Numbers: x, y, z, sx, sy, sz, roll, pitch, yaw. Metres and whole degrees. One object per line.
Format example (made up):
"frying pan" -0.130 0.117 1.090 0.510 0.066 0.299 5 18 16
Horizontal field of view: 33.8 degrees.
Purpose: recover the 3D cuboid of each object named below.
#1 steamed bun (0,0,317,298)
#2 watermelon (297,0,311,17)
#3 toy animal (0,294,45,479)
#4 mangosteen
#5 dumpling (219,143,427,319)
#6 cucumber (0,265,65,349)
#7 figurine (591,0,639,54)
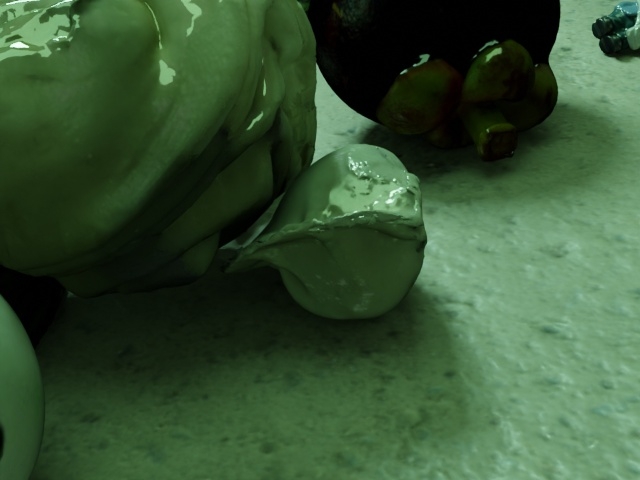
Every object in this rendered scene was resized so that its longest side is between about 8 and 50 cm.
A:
"steamed bun" -0.146 -0.082 0.854 0.339 0.352 0.247 -31 72 0
"watermelon" -0.012 -0.397 1.580 0.187 0.140 0.141 16 36 29
"toy animal" -0.312 0.114 0.681 0.267 0.212 0.212 -5 29 -3
"mangosteen" 0.133 -0.210 1.125 0.275 0.275 0.302 -14 62 -11
"dumpling" 0.000 0.000 0.868 0.173 0.142 0.247 -13 -1 -8
"cucumber" -0.294 0.050 0.925 0.115 0.063 0.244 -4 28 7
"figurine" 0.420 -0.279 1.332 0.149 0.086 0.087 -26 -9 -8
